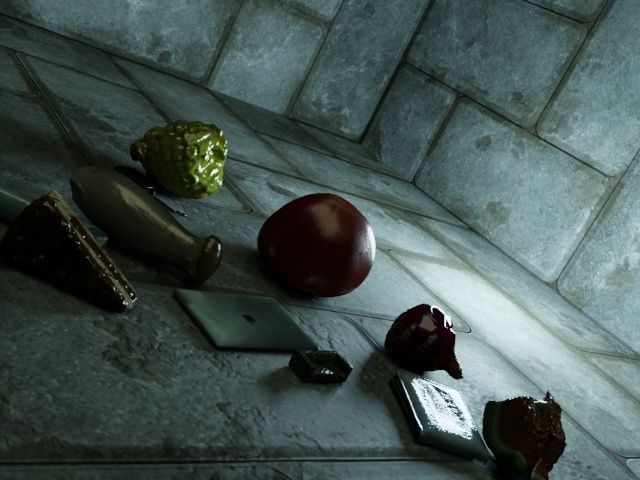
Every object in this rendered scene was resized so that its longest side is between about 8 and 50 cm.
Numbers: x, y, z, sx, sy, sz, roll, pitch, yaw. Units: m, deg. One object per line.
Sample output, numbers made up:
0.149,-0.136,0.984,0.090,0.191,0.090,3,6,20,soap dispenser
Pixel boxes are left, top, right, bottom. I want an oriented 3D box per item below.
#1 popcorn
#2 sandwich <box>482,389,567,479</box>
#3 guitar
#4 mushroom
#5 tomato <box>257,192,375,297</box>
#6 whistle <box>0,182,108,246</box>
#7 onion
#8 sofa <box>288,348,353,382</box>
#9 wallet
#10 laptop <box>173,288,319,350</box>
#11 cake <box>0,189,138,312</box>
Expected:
-0.369,-0.222,2.003,0.251,0.206,0.237,13,21,-13,popcorn
0.383,0.376,1.457,0.079,0.159,0.235,36,31,-16,sandwich
-0.423,-0.121,1.912,0.233,0.025,0.088,33,16,19,guitar
-0.361,-0.032,1.569,0.350,0.128,0.128,31,17,3,mushroom
0.000,0.000,1.860,0.299,0.226,0.298,27,13,-7,tomato
-0.553,-0.053,1.441,0.312,0.062,0.062,26,16,-7,whistle
0.257,0.227,1.732,0.198,0.135,0.173,32,20,10,onion
0.001,0.240,1.461,0.118,0.039,0.060,11,24,-44,sofa
0.233,0.343,1.516,0.167,0.036,0.222,23,17,-16,wallet
-0.143,0.160,1.516,0.269,0.015,0.187,10,24,-45,laptop
-0.414,0.013,1.330,0.246,0.135,0.112,27,15,-4,cake
